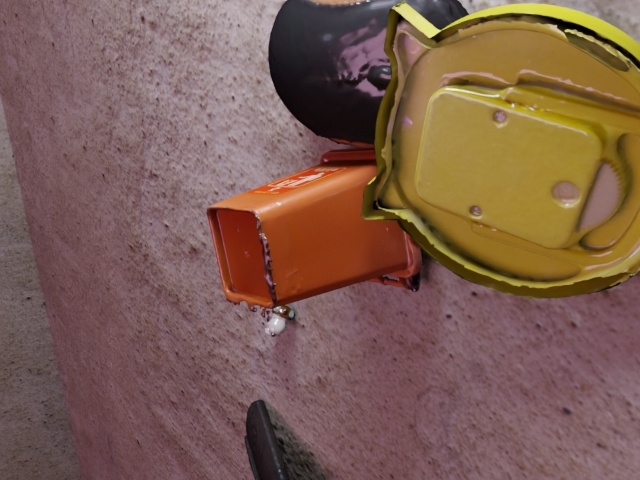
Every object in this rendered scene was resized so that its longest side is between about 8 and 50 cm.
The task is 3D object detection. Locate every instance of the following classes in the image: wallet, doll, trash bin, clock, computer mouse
[{"bbox_3d":[-0.087,0.469,1.215,0.321,0.044,0.170,-119,29,-49],"label":"wallet"},{"bbox_3d":[-0.071,0.139,1.120,0.040,0.058,0.085,26,171,-1],"label":"doll"},{"bbox_3d":[0.000,0.000,0.779,0.161,0.238,0.184,7,113,52],"label":"trash bin"},{"bbox_3d":[0.183,-0.078,0.604,0.293,0.071,0.277,29,134,18],"label":"clock"},{"bbox_3d":[0.041,-0.194,0.739,0.323,0.116,0.183,19,126,47],"label":"computer mouse"}]
